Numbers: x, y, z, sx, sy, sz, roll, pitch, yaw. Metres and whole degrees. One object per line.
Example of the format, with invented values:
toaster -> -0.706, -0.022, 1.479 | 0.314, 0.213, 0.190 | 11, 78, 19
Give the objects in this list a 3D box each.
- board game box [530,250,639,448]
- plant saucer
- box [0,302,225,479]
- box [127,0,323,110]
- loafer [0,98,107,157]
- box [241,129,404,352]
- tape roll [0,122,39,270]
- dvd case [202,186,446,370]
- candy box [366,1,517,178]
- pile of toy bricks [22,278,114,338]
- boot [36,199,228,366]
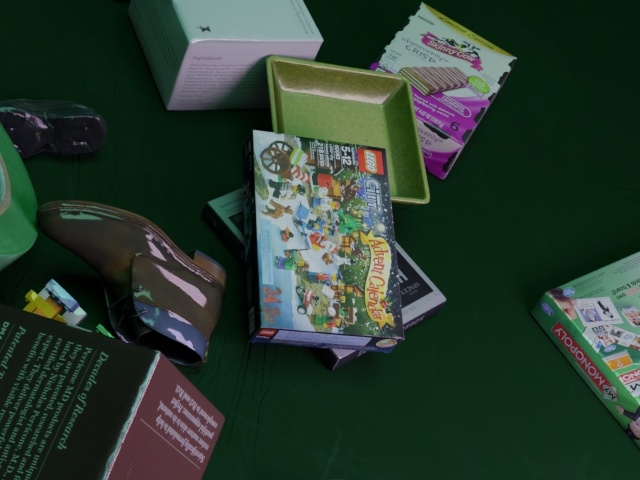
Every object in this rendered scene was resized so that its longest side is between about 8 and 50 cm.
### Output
board game box -> 0.433, 0.110, 1.461 | 0.317, 0.046, 0.213 | -18, 61, -36
plant saucer -> 0.024, -0.121, 1.414 | 0.188, 0.045, 0.188 | 6, 58, -20
box -> -0.216, 0.163, 0.940 | 0.203, 0.168, 0.167 | 14, 68, 20
box -> -0.121, -0.266, 1.478 | 0.181, 0.119, 0.181 | -5, 54, -29
loafer -> -0.324, -0.127, 1.310 | 0.170, 0.062, 0.061 | 2, 28, -29
box -> 0.000, 0.000, 1.278 | 0.159, 0.044, 0.233 | 6, 62, -19
tape roll -> -0.396, -0.097, 1.095 | 0.321, 0.077, 0.321 | 51, 12, -16
dvd case -> 0.005, 0.019, 1.349 | 0.179, 0.030, 0.239 | -25, 64, -38
candy box -> 0.148, -0.204, 1.586 | 0.159, 0.071, 0.233 | 31, 44, 4
pile of toy bricks -> -0.217, 0.137, 1.100 | 0.212, 0.118, 0.105 | 43, 78, 2
boot -> -0.186, 0.042, 1.177 | 0.219, 0.082, 0.106 | 26, 49, -29
